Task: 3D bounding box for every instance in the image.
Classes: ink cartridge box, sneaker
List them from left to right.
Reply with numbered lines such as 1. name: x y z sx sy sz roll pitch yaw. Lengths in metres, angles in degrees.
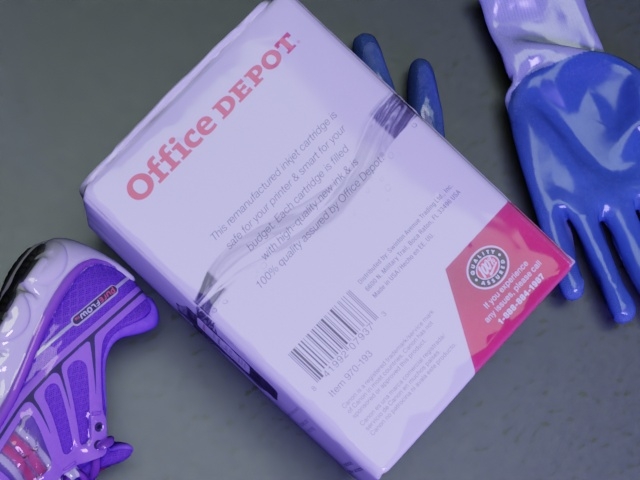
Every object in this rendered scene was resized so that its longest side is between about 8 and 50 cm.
1. sneaker: -0.111 0.083 0.620 0.071 0.068 0.170 29 79 -14
2. ink cartridge box: 0.000 0.000 0.631 0.150 0.063 0.109 43 79 3

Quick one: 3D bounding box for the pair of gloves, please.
1. pair of gloves: 0.067 -0.026 0.687 0.198 0.023 0.159 -18 83 -10
